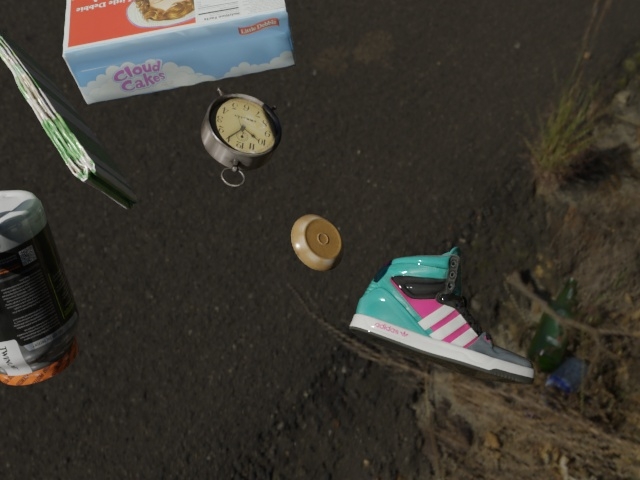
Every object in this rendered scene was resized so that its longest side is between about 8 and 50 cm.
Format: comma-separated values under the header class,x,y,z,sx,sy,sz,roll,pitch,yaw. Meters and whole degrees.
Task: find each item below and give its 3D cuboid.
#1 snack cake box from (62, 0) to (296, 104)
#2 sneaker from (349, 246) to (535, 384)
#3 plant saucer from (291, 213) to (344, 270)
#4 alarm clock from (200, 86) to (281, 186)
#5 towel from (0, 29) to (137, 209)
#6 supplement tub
class,x,y,z,sx,sy,sz,roll,pitch,yaw
snack cake box,-0.172,-0.270,0.958,0.264,0.089,0.152,-11,55,0
sneaker,0.206,0.104,1.196,0.295,0.124,0.179,20,77,-7
plant saucer,0.000,0.000,1.058,0.083,0.015,0.083,14,62,-27
alarm clock,-0.135,-0.163,1.289,0.129,0.064,0.192,17,52,-16
towel,-0.436,-0.203,1.314,0.038,0.248,0.325,-38,80,-2
supplement tub,-0.548,0.086,1.379,0.193,0.316,0.194,-8,25,4
